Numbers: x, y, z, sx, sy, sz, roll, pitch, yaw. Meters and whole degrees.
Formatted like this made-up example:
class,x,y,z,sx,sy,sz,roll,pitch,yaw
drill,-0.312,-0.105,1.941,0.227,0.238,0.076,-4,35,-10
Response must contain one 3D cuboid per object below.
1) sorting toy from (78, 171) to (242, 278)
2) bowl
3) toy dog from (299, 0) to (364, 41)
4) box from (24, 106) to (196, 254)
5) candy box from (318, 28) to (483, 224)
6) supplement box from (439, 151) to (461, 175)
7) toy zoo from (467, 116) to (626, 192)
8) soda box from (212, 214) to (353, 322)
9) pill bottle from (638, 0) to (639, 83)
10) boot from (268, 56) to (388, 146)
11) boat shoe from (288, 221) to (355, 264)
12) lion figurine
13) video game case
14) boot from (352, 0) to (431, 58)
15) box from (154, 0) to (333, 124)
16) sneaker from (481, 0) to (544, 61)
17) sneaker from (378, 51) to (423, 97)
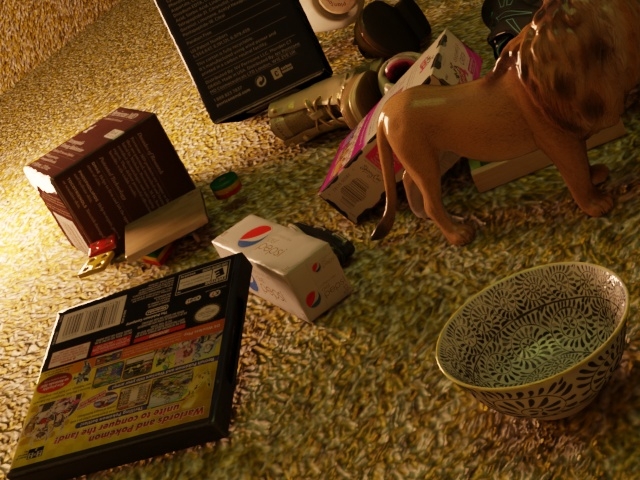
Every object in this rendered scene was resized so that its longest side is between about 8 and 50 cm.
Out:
class,x,y,z,sx,sy,sz,roll,pitch,yaw
sorting toy,-0.236,-0.008,1.620,0.274,0.046,0.132,-27,24,0
bowl,0.191,0.099,0.907,0.170,0.080,0.170,-24,24,11
toy dog,-0.016,-0.418,2.142,0.333,0.161,0.220,-27,22,41
box,-0.345,-0.095,1.764,0.203,0.167,0.168,-37,25,-20
candy box,0.106,-0.148,1.397,0.233,0.071,0.159,-46,12,33
supplement box,0.160,-0.121,1.387,0.098,0.036,0.062,-46,16,32
toy zoo,0.280,-0.171,1.417,0.192,0.030,0.293,-22,25,14
soda box,-0.051,0.030,1.313,0.069,0.074,0.216,-36,25,-18
pill bottle,0.426,-0.283,1.295,0.283,0.161,0.161,-15,26,15
boot,0.011,-0.202,1.679,0.203,0.095,0.262,-19,19,17
boat shoe,0.000,0.000,1.354,0.038,0.046,0.125,-35,28,-15
lion figurine,0.185,-0.134,1.184,0.392,0.240,0.142,-17,26,25
video game case,-0.214,0.147,1.228,0.274,0.035,0.248,-18,40,21
boot,0.104,-0.347,1.854,0.115,0.112,0.305,-32,3,23
box,-0.157,-0.422,1.856,0.211,0.396,0.293,-25,6,6
sneaker,0.294,-0.329,1.638,0.106,0.101,0.267,-35,21,-2
sneaker,0.144,-0.237,1.595,0.102,0.111,0.252,-22,24,13
